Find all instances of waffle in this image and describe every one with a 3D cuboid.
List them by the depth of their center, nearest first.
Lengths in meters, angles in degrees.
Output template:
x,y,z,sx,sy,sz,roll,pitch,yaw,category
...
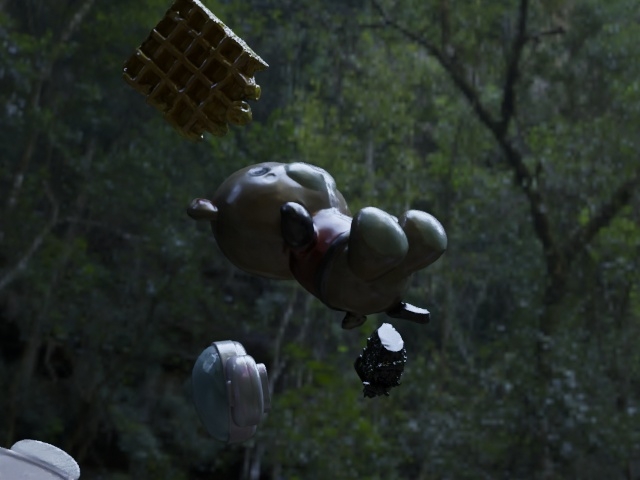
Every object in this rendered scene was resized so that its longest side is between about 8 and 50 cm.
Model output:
x,y,z,sx,sy,sz,roll,pitch,yaw,category
-0.172,-0.231,1.778,0.160,0.211,0.055,-49,-25,10,waffle

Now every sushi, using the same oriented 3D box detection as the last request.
x,y,z,sx,sy,sz,roll,pitch,yaw,category
0.089,0.174,1.764,0.056,0.084,0.083,15,-62,-13,sushi

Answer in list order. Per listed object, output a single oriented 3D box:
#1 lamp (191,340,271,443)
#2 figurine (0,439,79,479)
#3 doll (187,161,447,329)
x,y,z,sx,sy,sz,roll,pitch,yaw,category
-0.163,0.263,2.155,0.108,0.179,0.246,-11,-3,-20,lamp
-0.419,0.472,1.917,0.284,0.206,0.315,3,-48,-16,figurine
0.000,0.000,1.606,0.330,0.174,0.235,27,23,39,doll
